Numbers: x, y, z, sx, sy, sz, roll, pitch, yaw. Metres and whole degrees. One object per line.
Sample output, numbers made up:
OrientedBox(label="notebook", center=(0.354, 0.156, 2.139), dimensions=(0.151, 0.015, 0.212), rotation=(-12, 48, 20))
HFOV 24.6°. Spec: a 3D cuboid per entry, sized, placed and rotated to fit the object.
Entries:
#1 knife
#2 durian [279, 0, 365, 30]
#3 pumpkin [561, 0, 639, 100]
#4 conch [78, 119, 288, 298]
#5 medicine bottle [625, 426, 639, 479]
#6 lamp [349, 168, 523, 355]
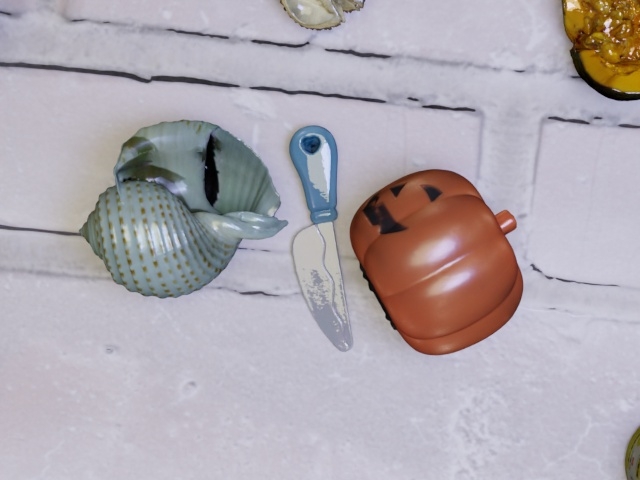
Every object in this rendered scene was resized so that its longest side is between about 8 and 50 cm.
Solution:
OrientedBox(label="knife", center=(-0.002, 0.000, 1.563), dimensions=(0.058, 0.032, 0.244), rotation=(-4, 96, 1))
OrientedBox(label="durian", center=(-0.017, -0.283, 1.527), dimensions=(0.140, 0.071, 0.110), rotation=(26, 98, -13))
OrientedBox(label="pumpkin", center=(0.308, -0.221, 1.500), dimensions=(0.119, 0.107, 0.183), rotation=(-6, 77, 5))
OrientedBox(label="conch", center=(-0.147, -0.022, 1.515), dimensions=(0.200, 0.131, 0.172), rotation=(5, 64, -25))
OrientedBox(label="medicine bottle", center=(0.379, 0.241, 1.463), dimensions=(0.122, 0.212, 0.121), rotation=(0, 92, 2))
OrientedBox(label="lamp", center=(0.124, 0.016, 1.479), dimensions=(0.164, 0.187, 0.187), rotation=(-29, 91, 2))
